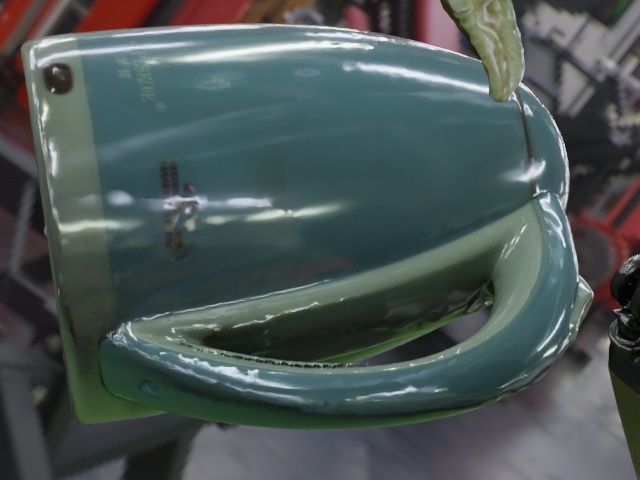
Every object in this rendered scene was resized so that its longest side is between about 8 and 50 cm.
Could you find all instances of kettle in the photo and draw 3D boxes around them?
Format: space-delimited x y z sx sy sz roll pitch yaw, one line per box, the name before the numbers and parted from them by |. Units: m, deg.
kettle | 0.000 0.000 1.122 0.342 0.247 0.319 -7 45 -9

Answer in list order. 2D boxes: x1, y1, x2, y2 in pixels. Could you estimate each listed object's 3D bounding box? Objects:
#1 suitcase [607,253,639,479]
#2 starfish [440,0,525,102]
suitcase | 0.250 0.106 0.848 0.194 0.143 0.235 44 -16 44
starfish | 0.014 -0.219 0.487 0.347 0.357 0.078 1 6 -22
